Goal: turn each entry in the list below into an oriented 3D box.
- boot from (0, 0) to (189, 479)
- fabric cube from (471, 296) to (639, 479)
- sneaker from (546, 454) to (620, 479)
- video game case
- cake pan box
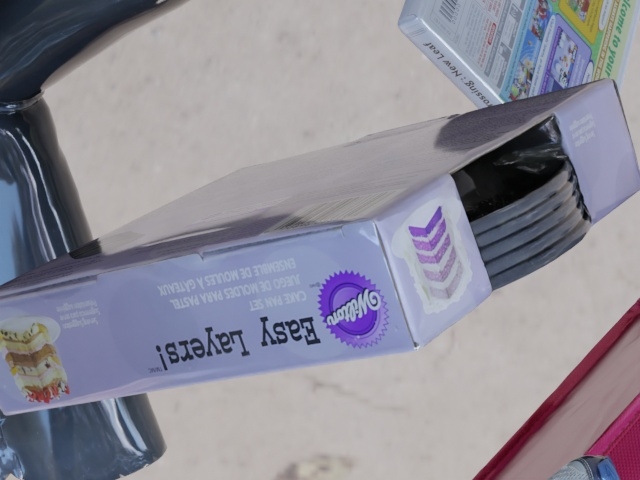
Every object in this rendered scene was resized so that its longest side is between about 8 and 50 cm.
[{"bbox_3d":[-0.198,-0.020,1.449,0.367,0.146,0.445,0,108,32],"label":"boot"},{"bbox_3d":[0.236,0.163,1.002,0.258,0.259,0.254,46,156,1],"label":"fabric cube"},{"bbox_3d":[0.077,0.136,0.790,0.058,0.052,0.135,11,132,-26],"label":"sneaker"},{"bbox_3d":[0.142,-0.164,1.284,0.023,0.212,0.193,-16,134,42],"label":"video game case"},{"bbox_3d":[0.000,0.000,0.944,0.266,0.245,0.070,-12,102,35],"label":"cake pan box"}]
